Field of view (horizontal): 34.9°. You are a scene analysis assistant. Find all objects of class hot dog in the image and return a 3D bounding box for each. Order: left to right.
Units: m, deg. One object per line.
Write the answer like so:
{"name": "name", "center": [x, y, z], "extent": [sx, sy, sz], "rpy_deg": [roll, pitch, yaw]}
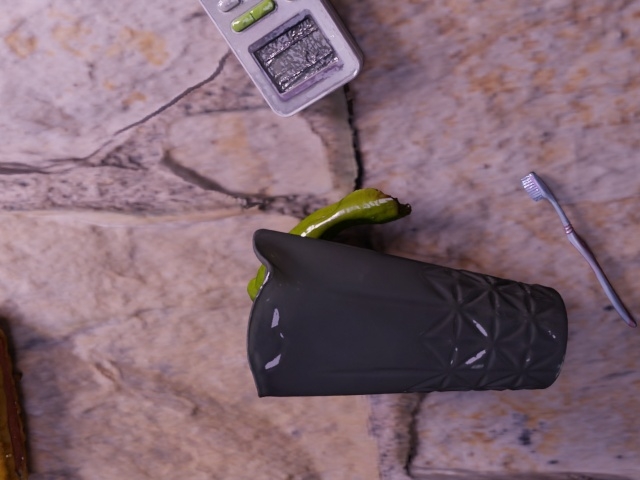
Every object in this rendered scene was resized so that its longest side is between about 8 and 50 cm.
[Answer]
{"name": "hot dog", "center": [-0.394, 0.187, 1.196], "extent": [0.088, 0.061, 0.285], "rpy_deg": [9, 117, 13]}

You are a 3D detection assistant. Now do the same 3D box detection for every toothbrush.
{"name": "toothbrush", "center": [0.255, 0.012, 0.992], "extent": [0.019, 0.013, 0.193], "rpy_deg": [-31, 104, 30]}

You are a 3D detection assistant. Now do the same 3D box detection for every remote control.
{"name": "remote control", "center": [-0.064, -0.238, 0.940], "extent": [0.103, 0.034, 0.250], "rpy_deg": [-28, 106, 23]}

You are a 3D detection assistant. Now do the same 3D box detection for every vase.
{"name": "vase", "center": [0.073, 0.085, 0.981], "extent": [0.301, 0.156, 0.251], "rpy_deg": [5, 157, -8]}

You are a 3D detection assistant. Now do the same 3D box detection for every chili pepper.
{"name": "chili pepper", "center": [0.000, 0.000, 1.027], "extent": [0.202, 0.050, 0.052], "rpy_deg": [-36, 147, 27]}
